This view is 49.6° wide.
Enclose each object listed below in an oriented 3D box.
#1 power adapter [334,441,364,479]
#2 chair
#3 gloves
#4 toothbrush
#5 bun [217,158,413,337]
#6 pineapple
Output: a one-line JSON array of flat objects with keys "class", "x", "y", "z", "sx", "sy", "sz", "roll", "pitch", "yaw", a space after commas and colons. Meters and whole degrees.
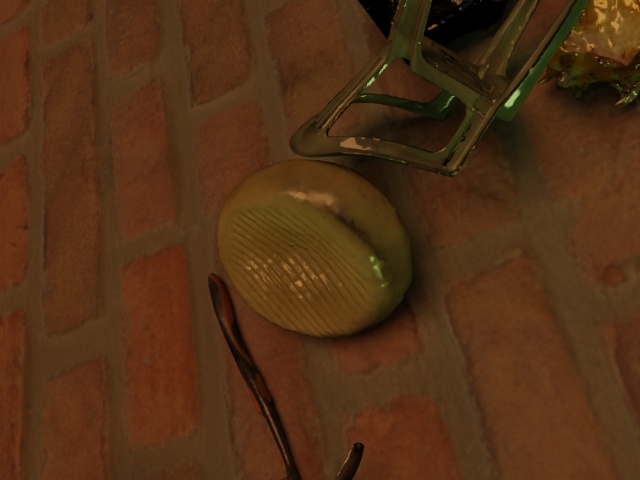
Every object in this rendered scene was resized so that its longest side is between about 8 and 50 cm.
[{"class": "power adapter", "x": 0.013, "y": 0.290, "z": 0.624, "sx": 0.130, "sy": 0.125, "sz": 0.204, "roll": 24, "pitch": 82, "yaw": 34}, {"class": "chair", "x": 0.108, "y": -0.184, "z": 0.695, "sx": 0.191, "sy": 0.203, "sz": 0.274, "roll": 22, "pitch": 115, "yaw": -6}, {"class": "gloves", "x": 0.165, "y": -0.355, "z": 0.803, "sx": 0.301, "sy": 0.152, "sz": 0.197, "roll": -49, "pitch": 58, "yaw": 32}, {"class": "toothbrush", "x": -0.076, "y": 0.165, "z": 0.788, "sx": 0.031, "sy": 0.023, "sz": 0.320, "roll": -30, "pitch": 58, "yaw": 10}, {"class": "bun", "x": 0.000, "y": 0.000, "z": 0.747, "sx": 0.223, "sy": 0.222, "sz": 0.127, "roll": 1, "pitch": 30, "yaw": 28}, {"class": "pineapple", "x": 0.321, "y": -0.241, "z": 0.683, "sx": 0.237, "sy": 0.114, "sz": 0.186, "roll": -27, "pitch": 86, "yaw": 8}]
